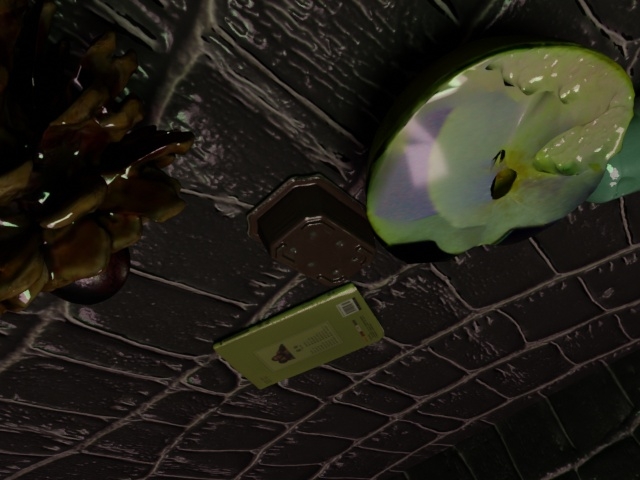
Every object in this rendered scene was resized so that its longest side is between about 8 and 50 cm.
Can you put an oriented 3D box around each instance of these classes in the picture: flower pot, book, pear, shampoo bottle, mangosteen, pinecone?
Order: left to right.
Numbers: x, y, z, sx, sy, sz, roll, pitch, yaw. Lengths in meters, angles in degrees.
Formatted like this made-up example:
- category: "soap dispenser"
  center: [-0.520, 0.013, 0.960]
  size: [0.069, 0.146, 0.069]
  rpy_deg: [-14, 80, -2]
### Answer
- category: "pinecone"
  center: [-0.339, -0.114, 0.490]
  size: [0.383, 0.385, 0.385]
  rpy_deg: [-11, 139, -9]
- category: "mangosteen"
  center: [-0.354, 0.020, 0.766]
  size: [0.152, 0.153, 0.153]
  rpy_deg: [-11, 139, -9]
- category: "book"
  center: [-0.040, 0.229, 1.185]
  size: [0.351, 0.035, 0.239]
  rpy_deg: [-24, 138, 7]
- category: "flower pot"
  center: [0.000, 0.000, 0.906]
  size: [0.178, 0.084, 0.250]
  rpy_deg: [-38, 136, 21]
- category: "pear"
  center: [0.234, -0.153, 0.759]
  size: [0.398, 0.165, 0.399]
  rpy_deg: [-11, 139, -9]
- category: "shampoo bottle"
  center: [0.590, -0.173, 0.884]
  size: [0.349, 0.151, 0.222]
  rpy_deg: [-17, 142, 0]
